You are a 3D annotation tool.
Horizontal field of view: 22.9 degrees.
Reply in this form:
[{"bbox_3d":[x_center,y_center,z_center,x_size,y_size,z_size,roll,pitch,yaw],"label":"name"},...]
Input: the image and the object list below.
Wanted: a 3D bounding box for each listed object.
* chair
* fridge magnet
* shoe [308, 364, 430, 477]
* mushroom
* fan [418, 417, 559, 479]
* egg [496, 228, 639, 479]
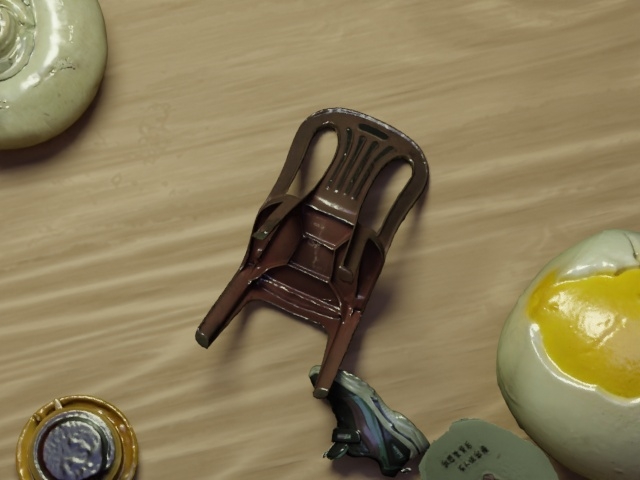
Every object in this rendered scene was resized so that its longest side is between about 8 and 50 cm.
[{"bbox_3d":[0.000,0.000,1.874,0.175,0.183,0.326,25,34,5],"label":"chair"},{"bbox_3d":[-0.283,0.249,1.838,0.143,0.063,0.143,1,74,-2],"label":"fridge magnet"},{"bbox_3d":[0.040,0.221,1.851,0.169,0.071,0.099,38,84,4],"label":"shoe"},{"bbox_3d":[-0.379,-0.232,1.872,0.246,0.202,0.246,-1,82,8],"label":"mushroom"},{"bbox_3d":[0.246,0.329,1.797,0.310,0.182,0.010,43,42,3],"label":"fan"},{"bbox_3d":[0.366,0.147,1.765,0.345,0.283,0.283,32,79,-3],"label":"egg"}]
